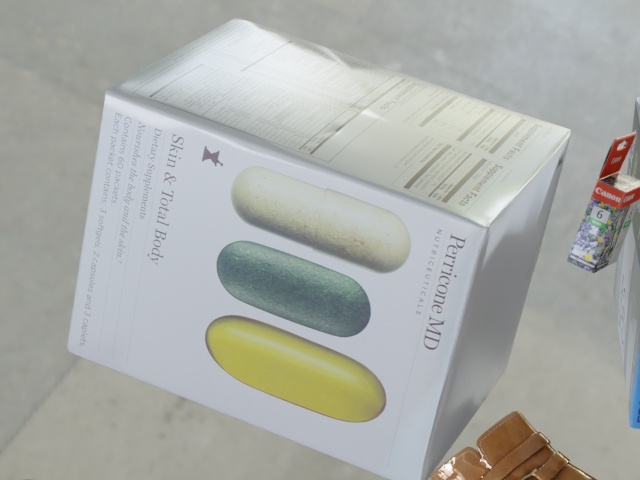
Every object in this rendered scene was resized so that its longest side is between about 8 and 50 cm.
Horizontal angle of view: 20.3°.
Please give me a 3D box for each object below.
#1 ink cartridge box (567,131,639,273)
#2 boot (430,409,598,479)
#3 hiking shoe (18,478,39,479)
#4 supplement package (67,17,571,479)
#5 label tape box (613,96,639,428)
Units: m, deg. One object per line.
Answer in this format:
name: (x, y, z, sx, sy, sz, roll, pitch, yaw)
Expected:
ink cartridge box: (0.252, -0.033, 1.528, 0.029, 0.115, 0.063, 26, 20, 21)
boot: (0.194, 0.192, 1.372, 0.197, 0.073, 0.152, -31, 68, -4)
hiking shoe: (-0.207, 0.296, 1.511, 0.132, 0.304, 0.113, 23, 64, 44)
supplement package: (0.000, 0.000, 1.210, 0.262, 0.199, 0.198, 20, 27, 16)
label tape box: (0.364, -0.008, 1.826, 0.115, 0.249, 0.348, 1, 34, 1)
